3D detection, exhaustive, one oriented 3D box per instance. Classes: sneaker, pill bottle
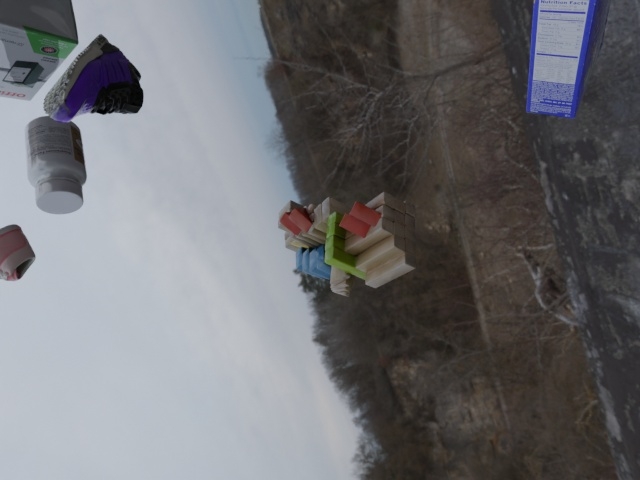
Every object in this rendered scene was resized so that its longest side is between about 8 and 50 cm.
[{"bbox_3d":[-0.470,0.040,0.649,0.070,0.134,0.051,53,157,1],"label":"sneaker"},{"bbox_3d":[-0.661,-0.187,1.161,0.131,0.131,0.229,70,180,-65],"label":"pill bottle"},{"bbox_3d":[-0.430,-0.303,0.931,0.146,0.102,0.293,40,-150,-32],"label":"sneaker"}]

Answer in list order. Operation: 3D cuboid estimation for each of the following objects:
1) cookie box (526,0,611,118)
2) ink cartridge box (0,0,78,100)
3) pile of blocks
[{"bbox_3d":[0.188,-0.164,0.346,0.091,0.040,0.107,-61,-31,-21],"label":"cookie box"},{"bbox_3d":[-0.704,-0.435,1.017,0.211,0.289,0.121,-6,-101,-51],"label":"ink cartridge box"},{"bbox_3d":[0.000,0.000,0.756,0.362,0.113,0.148,-2,67,60],"label":"pile of blocks"}]
